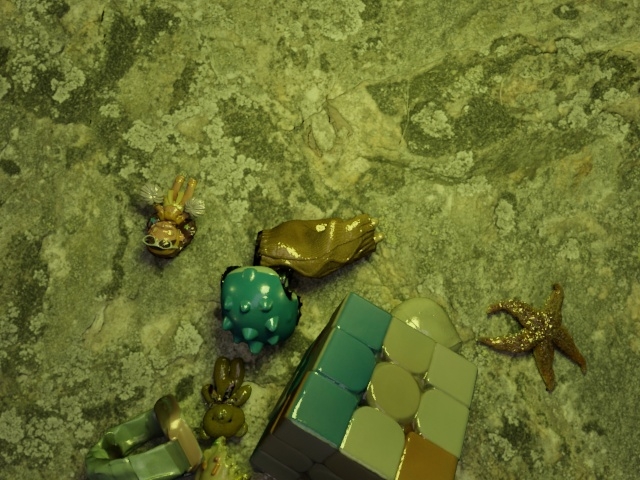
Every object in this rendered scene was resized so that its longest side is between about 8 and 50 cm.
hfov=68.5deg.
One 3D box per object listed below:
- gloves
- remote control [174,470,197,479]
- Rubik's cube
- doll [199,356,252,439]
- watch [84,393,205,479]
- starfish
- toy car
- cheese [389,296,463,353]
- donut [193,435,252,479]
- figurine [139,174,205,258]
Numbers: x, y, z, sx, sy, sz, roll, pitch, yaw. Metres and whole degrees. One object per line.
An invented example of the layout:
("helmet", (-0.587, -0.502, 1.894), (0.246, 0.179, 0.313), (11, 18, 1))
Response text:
("gloves", (-0.005, 0.016, 1.252), (0.356, 0.203, 0.155), (-12, 105, 1))
("remote control", (-0.458, 0.605, 1.186), (0.293, 0.103, 0.051), (-13, 57, -4))
("Rubik's cube", (0.092, 0.392, 1.056), (0.347, 0.347, 0.344), (31, 48, 0))
("doll", (-0.250, 0.409, 1.223), (0.137, 0.097, 0.210), (-1, 77, 3))
("watch", (-0.430, 0.500, 1.124), (0.241, 0.253, 0.162), (-25, 102, -24))
("starfish", (0.606, 0.270, 1.298), (0.299, 0.060, 0.302), (-34, 86, -9))
("toy car", (-0.155, 0.181, 1.173), (0.188, 0.255, 0.190), (2, 49, 9))
("cheese", (0.258, 0.248, 1.238), (0.198, 0.154, 0.189), (-24, 78, -5))
("donut", (-0.134, 0.658, 1.151), (0.371, 0.150, 0.307), (10, 86, -8))
("figurine", (-0.399, -0.068, 1.271), (0.174, 0.116, 0.240), (14, 76, -3))
